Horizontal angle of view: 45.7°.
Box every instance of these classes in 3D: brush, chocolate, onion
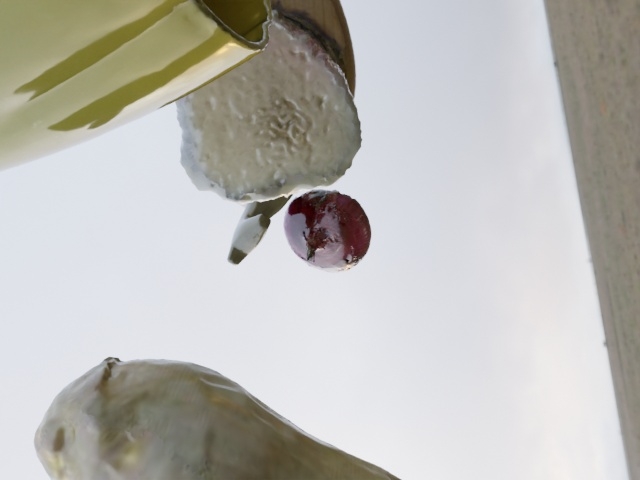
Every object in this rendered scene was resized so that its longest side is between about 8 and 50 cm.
[{"bbox_3d":[-0.054,-0.178,0.668,0.166,0.174,0.267,-98,3,-75],"label":"brush"},{"bbox_3d":[-0.040,0.179,0.516,0.309,0.134,0.134,29,-143,-9],"label":"chocolate"},{"bbox_3d":[0.000,0.000,1.201,0.140,0.150,0.150,-58,-44,-48],"label":"onion"}]

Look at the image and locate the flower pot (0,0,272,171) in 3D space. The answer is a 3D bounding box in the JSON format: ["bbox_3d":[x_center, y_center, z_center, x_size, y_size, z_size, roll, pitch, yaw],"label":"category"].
[{"bbox_3d":[-0.149,-0.138,0.402,0.195,0.179,0.195,50,-159,-27],"label":"flower pot"}]

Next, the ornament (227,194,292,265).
[{"bbox_3d":[-0.078,-0.078,1.151,0.061,0.245,0.230,33,178,-16],"label":"ornament"}]
